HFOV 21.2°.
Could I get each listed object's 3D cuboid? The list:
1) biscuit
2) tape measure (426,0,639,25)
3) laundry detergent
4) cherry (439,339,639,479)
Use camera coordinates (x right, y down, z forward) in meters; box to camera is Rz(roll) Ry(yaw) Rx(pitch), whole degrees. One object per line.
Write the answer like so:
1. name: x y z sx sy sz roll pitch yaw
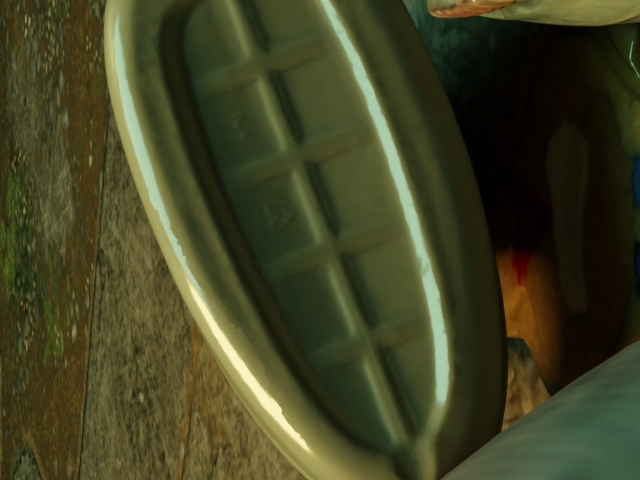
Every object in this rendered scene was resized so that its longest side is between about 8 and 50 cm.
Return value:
1. biscuit: 0.130 0.002 0.706 0.320 0.047 0.183 -127 36 -54
2. tape measure: 0.097 -0.210 0.613 0.275 0.147 0.256 136 128 -62
3. laundry detergent: 0.000 0.000 0.837 0.398 0.125 0.264 87 160 -86
4. cherry: 0.128 0.150 0.357 0.291 0.335 0.326 102 -179 -86
